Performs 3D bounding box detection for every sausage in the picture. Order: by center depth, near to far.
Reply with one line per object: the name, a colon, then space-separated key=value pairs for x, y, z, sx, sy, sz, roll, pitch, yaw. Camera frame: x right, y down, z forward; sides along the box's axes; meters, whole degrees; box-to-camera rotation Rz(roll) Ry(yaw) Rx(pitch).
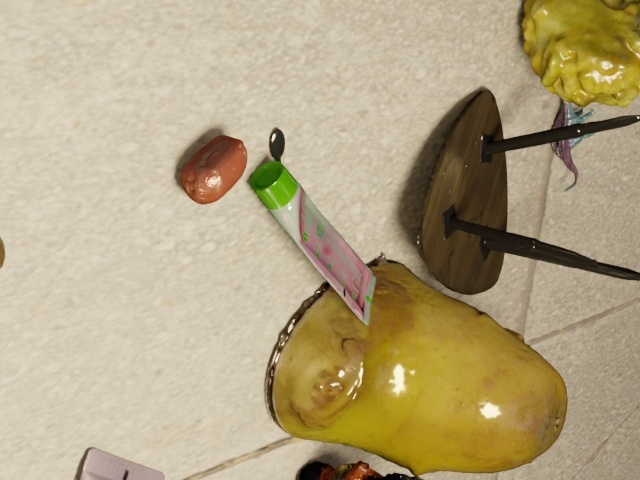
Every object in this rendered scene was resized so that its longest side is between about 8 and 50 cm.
sausage: x=-0.126 y=-0.085 z=1.645 sx=0.094 sy=0.059 sz=0.054 roll=-47 pitch=160 yaw=-28

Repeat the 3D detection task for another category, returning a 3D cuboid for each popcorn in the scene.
popcorn: x=0.414 y=-0.310 z=2.093 sx=0.192 sy=0.233 sz=0.266 roll=100 pitch=-2 yaw=-52

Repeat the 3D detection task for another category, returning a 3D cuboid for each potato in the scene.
potato: x=0.166 y=0.198 z=1.951 sx=0.397 sy=0.296 sz=0.290 roll=23 pitch=87 yaw=-54

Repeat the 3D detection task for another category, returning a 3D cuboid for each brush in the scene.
brush: x=-0.054 y=-0.103 z=1.766 sx=0.024 sy=0.008 sz=0.083 roll=-25 pitch=126 yaw=-36

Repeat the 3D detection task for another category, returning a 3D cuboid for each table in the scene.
table: x=0.333 y=-0.033 z=2.017 sx=0.317 sy=0.249 sz=0.317 roll=-19 pitch=112 yaw=-58

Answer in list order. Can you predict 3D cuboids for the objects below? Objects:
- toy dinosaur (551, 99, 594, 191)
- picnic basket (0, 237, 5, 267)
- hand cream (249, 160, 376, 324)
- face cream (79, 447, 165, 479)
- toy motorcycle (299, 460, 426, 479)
toy dinosaur: x=0.409 y=-0.178 z=2.265 sx=0.080 sy=0.045 sz=0.197 roll=-19 pitch=114 yaw=-30
picnic basket: x=-0.366 y=0.019 z=1.398 sx=0.083 sy=0.072 sz=0.072 roll=-31 pitch=129 yaw=-39
hand cream: x=0.001 y=0.000 z=1.813 sx=0.079 sy=0.050 sz=0.275 roll=-56 pitch=132 yaw=-20
face cream: x=-0.272 y=0.400 z=1.686 sx=0.154 sy=0.096 sz=0.274 roll=34 pitch=67 yaw=-49
toy motorcycle: x=0.056 y=0.441 z=2.039 sx=0.134 sy=0.207 sz=0.401 roll=-56 pitch=159 yaw=-37
